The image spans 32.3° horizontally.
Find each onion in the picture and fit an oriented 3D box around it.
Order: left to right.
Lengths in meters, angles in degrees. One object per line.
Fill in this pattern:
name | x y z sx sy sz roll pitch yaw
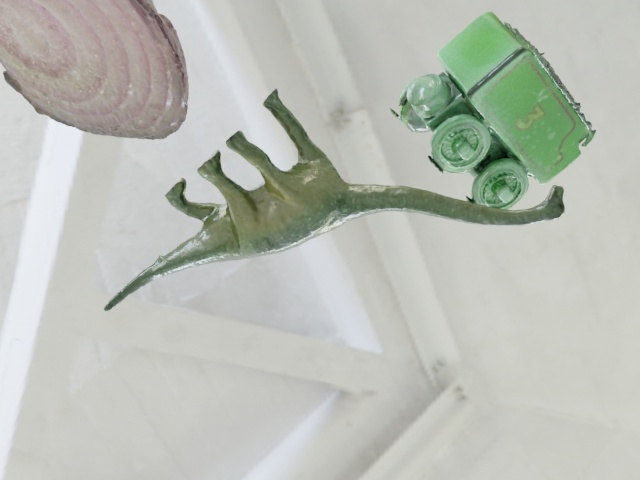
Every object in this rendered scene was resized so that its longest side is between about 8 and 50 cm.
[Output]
onion | -0.208 -0.213 1.002 0.111 0.247 0.250 -57 -41 -31

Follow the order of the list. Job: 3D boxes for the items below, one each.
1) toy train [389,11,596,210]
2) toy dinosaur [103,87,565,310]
toy train | 0.216 -0.151 1.379 0.188 0.132 0.243 -39 -47 10
toy dinosaur | 0.000 0.000 1.176 0.301 0.087 0.447 44 -72 -12
